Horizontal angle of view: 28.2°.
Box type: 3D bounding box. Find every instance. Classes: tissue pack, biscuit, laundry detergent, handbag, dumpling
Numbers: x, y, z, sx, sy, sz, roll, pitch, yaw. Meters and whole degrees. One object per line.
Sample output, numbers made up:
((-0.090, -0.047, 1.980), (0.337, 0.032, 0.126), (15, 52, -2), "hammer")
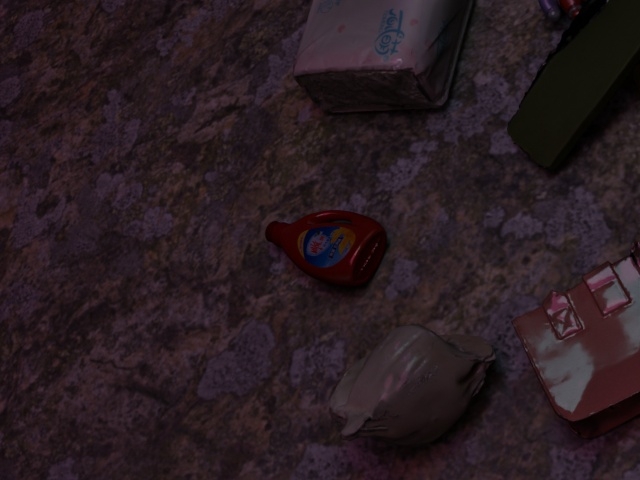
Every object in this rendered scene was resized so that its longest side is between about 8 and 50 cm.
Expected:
((0.091, -0.307, 1.660), (0.201, 0.124, 0.271), (1, 66, 36), "tissue pack")
((0.330, -0.229, 1.462), (0.322, 0.038, 0.099), (-56, 51, 18), "biscuit")
((0.000, 0.000, 1.591), (0.165, 0.049, 0.097), (18, 68, 39), "laundry detergent")
((0.322, 0.093, 1.330), (0.212, 0.059, 0.157), (-31, 53, 12), "handbag")
((0.093, 0.155, 1.409), (0.199, 0.118, 0.136), (-27, 32, -18), "dumpling")

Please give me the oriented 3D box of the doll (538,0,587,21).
((0.288, -0.357, 1.593), (0.102, 0.075, 0.227), (-28, 62, -2), "doll")

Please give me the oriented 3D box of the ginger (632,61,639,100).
((0.401, -0.218, 1.466), (0.057, 0.044, 0.137), (16, 71, 56), "ginger")
